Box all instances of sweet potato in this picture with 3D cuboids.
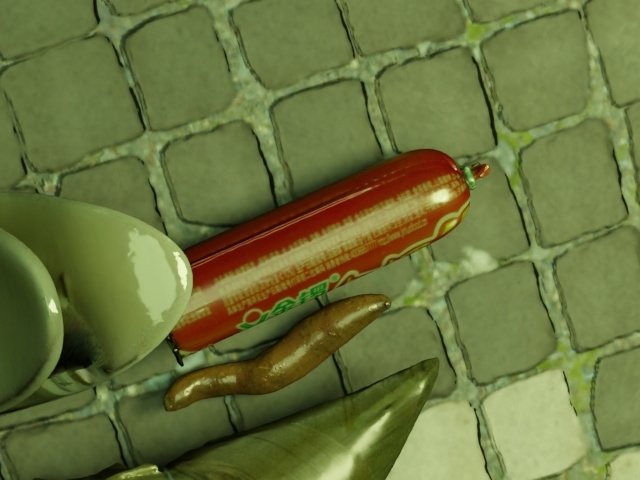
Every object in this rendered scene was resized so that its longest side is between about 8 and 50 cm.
[{"bbox_3d":[-0.028,0.085,1.229,0.179,0.044,0.044,-27,96,3],"label":"sweet potato"}]

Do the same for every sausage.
[{"bbox_3d":[0.000,0.000,1.209,0.264,0.083,0.083,-24,96,-5],"label":"sausage"}]

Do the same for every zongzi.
[{"bbox_3d":[-0.034,0.277,1.191,0.360,0.160,0.323,-22,101,-12],"label":"zongzi"}]

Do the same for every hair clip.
[{"bbox_3d":[-0.230,0.045,1.165,0.282,0.113,0.173,-10,95,33],"label":"hair clip"}]
